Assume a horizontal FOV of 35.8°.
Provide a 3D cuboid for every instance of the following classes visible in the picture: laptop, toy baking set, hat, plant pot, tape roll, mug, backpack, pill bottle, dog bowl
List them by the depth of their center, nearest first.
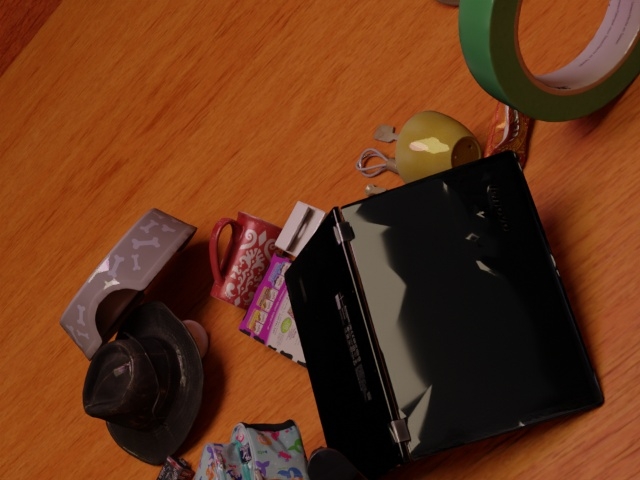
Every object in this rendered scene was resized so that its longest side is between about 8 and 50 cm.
[{"bbox_3d":[0.346,-0.329,1.388,0.321,0.321,0.077,-56,37,7],"label":"tape roll"},{"bbox_3d":[0.150,0.134,1.471,0.408,0.236,0.382,128,131,-59],"label":"laptop"},{"bbox_3d":[-0.088,0.418,1.473,0.253,0.191,0.225,59,142,41],"label":"backpack"},{"bbox_3d":[0.201,-0.138,1.585,0.095,0.134,0.134,15,78,53],"label":"plant pot"},{"bbox_3d":[0.130,-0.119,1.742,0.197,0.030,0.256,-19,54,41],"label":"toy baking set"},{"bbox_3d":[-0.152,0.036,1.881,0.169,0.150,0.113,-68,13,-2],"label":"mug"},{"bbox_3d":[-0.368,0.279,1.890,0.331,0.134,0.331,-1,89,44],"label":"hat"},{"bbox_3d":[-0.305,0.210,1.983,0.160,0.087,0.087,-13,57,44],"label":"pill bottle"},{"bbox_3d":[-0.399,0.080,2.035,0.349,0.102,0.349,-51,5,6],"label":"dog bowl"}]

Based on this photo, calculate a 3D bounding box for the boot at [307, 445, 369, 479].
[{"bbox_3d":[0.061,0.380,1.421,0.082,0.219,0.106,-36,1,-3],"label":"boot"}]

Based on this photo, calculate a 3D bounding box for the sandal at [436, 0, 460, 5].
[{"bbox_3d":[0.276,-0.477,1.791,0.079,0.088,0.240,-39,38,-24],"label":"sandal"}]

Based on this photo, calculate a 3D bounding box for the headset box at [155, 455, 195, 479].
[{"bbox_3d":[-0.273,0.444,1.841,0.062,0.032,0.083,21,82,52],"label":"headset box"}]

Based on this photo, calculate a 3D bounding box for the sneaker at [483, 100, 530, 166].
[{"bbox_3d":[0.290,-0.154,1.571,0.067,0.064,0.175,-25,42,67],"label":"sneaker"}]

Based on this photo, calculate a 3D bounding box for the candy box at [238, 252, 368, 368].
[{"bbox_3d":[-0.029,0.129,1.730,0.233,0.071,0.159,21,85,53],"label":"candy box"}]

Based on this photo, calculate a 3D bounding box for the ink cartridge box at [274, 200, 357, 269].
[{"bbox_3d":[0.000,0.000,1.721,0.090,0.143,0.092,25,86,53],"label":"ink cartridge box"}]
